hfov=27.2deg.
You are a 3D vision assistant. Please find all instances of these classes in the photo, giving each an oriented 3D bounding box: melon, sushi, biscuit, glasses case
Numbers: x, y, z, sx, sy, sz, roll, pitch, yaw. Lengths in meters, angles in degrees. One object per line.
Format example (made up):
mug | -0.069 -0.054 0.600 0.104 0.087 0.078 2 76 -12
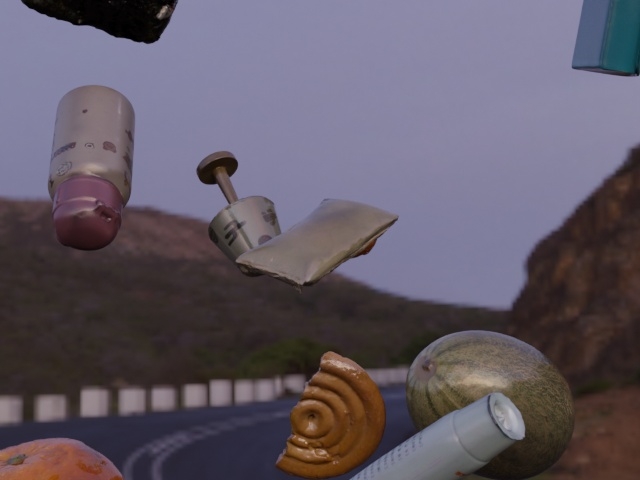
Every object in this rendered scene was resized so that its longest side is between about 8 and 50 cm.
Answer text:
melon | 0.294 0.283 2.285 0.329 0.248 0.249 29 -23 -33
sushi | -0.308 -0.361 1.832 0.225 0.126 0.136 21 31 -15
biscuit | 0.023 0.282 1.995 0.145 0.224 0.033 24 25 -3
glasses case | 0.356 -0.339 1.502 0.070 0.300 0.117 10 7 -6

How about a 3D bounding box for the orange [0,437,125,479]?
orange | -0.418 0.416 1.951 0.284 0.226 0.284 -9 11 2

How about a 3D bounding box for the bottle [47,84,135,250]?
bottle | -0.303 -0.090 1.746 0.110 0.233 0.110 -2 -39 -2

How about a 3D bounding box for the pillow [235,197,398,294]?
pillow | 0.000 0.000 1.667 0.119 0.053 0.208 9 30 36

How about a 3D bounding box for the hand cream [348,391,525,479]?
hand cream | 0.051 0.239 1.256 0.331 0.058 0.085 -35 -12 30

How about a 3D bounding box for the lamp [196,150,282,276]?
lamp | -0.136 -0.046 2.169 0.121 0.214 0.121 -21 -29 -13

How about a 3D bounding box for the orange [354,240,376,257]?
orange | 0.045 -0.013 1.986 0.084 0.083 0.083 -1 -7 0
